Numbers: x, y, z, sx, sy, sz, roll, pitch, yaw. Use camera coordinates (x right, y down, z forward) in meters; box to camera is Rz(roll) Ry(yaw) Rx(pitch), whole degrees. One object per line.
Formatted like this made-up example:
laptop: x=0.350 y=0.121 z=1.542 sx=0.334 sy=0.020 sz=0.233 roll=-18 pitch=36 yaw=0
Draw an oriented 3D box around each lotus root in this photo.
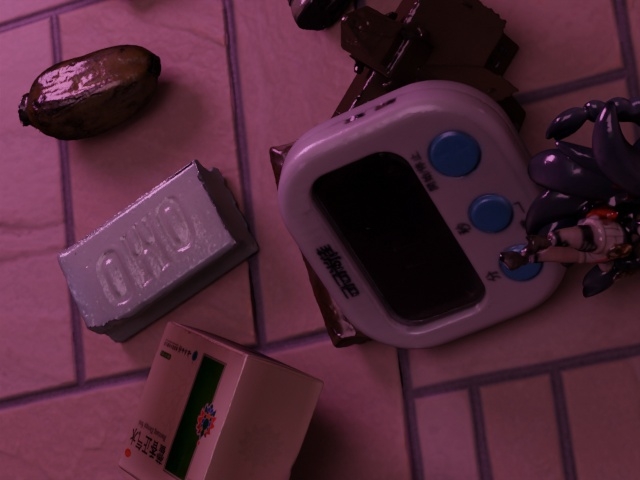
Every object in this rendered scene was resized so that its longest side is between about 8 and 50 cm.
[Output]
lotus root: x=-0.255 y=-0.163 z=2.016 sx=0.179 sy=0.080 sz=0.089 roll=-17 pitch=66 yaw=17

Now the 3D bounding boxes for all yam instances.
yam: x=0.000 y=0.000 z=1.866 sx=0.057 sy=0.057 sz=0.241 roll=-26 pitch=67 yaw=19

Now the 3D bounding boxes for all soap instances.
soap: x=-0.177 y=0.013 z=1.947 sx=0.198 sy=0.063 sz=0.114 roll=-35 pitch=67 yaw=16

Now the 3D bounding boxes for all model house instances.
model house: x=0.090 y=-0.168 z=1.749 sx=0.176 sy=0.248 sz=0.181 roll=34 pitch=96 yaw=28

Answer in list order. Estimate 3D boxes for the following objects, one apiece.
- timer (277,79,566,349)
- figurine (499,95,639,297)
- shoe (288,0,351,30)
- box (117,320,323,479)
timer: x=0.099 y=-0.026 z=1.730 sx=0.237 sy=0.262 sz=0.087 roll=-22 pitch=28 yaw=22
figurine: x=0.299 y=-0.037 z=1.621 sx=0.175 sy=0.265 sz=0.197 roll=12 pitch=86 yaw=67
shoe: x=0.030 y=-0.312 z=1.914 sx=0.194 sy=0.074 sz=0.077 roll=-45 pitch=58 yaw=14
box: x=-0.104 y=0.186 z=1.800 sx=0.212 sy=0.095 sz=0.168 roll=15 pitch=87 yaw=63
